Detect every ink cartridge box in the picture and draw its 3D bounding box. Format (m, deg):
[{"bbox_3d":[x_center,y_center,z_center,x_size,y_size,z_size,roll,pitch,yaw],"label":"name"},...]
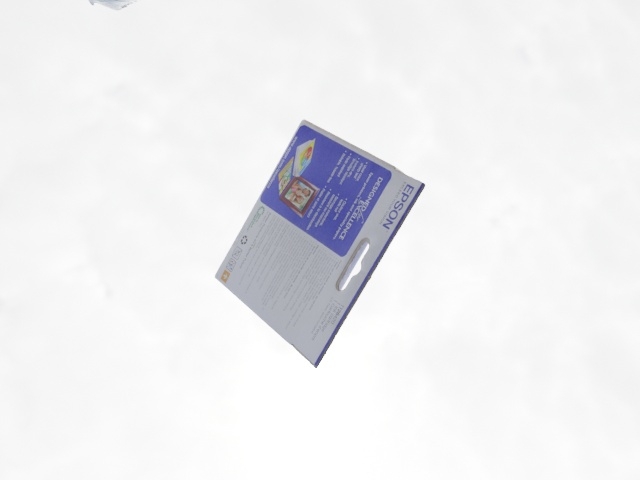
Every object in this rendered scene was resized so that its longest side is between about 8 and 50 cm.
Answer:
[{"bbox_3d":[0.000,0.000,1.325,0.072,0.303,0.307,26,-174,-45],"label":"ink cartridge box"}]

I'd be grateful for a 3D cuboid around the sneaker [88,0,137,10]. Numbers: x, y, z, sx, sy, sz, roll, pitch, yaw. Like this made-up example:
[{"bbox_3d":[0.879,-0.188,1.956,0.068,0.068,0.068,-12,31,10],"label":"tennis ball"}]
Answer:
[{"bbox_3d":[-0.289,-0.370,1.278,0.152,0.061,0.053,14,-124,22],"label":"sneaker"}]
